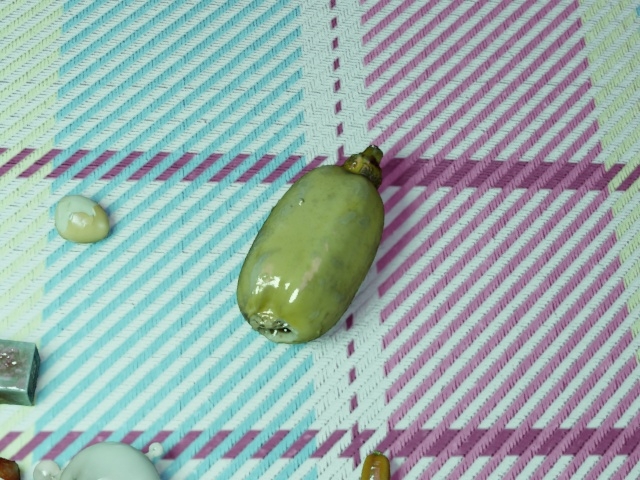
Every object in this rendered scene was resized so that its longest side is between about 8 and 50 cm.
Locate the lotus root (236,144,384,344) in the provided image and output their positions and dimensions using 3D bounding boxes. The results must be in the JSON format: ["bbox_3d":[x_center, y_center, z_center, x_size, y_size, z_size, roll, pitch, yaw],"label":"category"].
[{"bbox_3d":[0.000,0.000,1.647,0.169,0.151,0.343,22,63,16],"label":"lotus root"}]

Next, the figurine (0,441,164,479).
[{"bbox_3d":[-0.307,0.333,1.437,0.256,0.182,0.145,-24,109,-55],"label":"figurine"}]

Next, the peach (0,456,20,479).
[{"bbox_3d":[-0.543,0.363,1.378,0.361,0.201,0.258,-30,72,-19],"label":"peach"}]

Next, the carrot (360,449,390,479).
[{"bbox_3d":[0.065,0.411,1.528,0.043,0.043,0.248,10,67,-3],"label":"carrot"}]

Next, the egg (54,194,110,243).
[{"bbox_3d":[-0.353,-0.030,1.655,0.083,0.071,0.071,15,65,-4],"label":"egg"}]

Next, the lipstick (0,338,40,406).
[{"bbox_3d":[-0.580,0.166,1.529,0.371,0.080,0.076,7,66,-6],"label":"lipstick"}]
